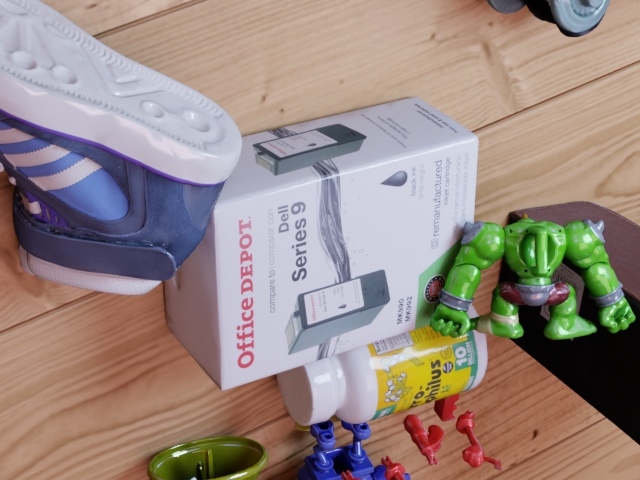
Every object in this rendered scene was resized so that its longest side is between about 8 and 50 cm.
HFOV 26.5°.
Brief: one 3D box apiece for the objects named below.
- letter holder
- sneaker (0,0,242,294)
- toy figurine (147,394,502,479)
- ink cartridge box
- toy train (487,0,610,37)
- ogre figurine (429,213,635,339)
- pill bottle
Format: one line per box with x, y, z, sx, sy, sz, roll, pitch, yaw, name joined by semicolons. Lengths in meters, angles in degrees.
0.370;0.081;1.495;0.214;0.302;0.152;-10;121;-27;letter holder
-0.248;-0.063;1.142;0.322;0.130;0.236;25;126;-15;sneaker
0.003;0.308;1.479;0.362;0.191;0.217;-13;127;-24;toy figurine
0.000;0.000;1.334;0.289;0.121;0.211;-16;124;-25;ink cartridge box
0.203;-0.339;1.267;0.190;0.142;0.334;-54;131;-7;toy train
0.212;0.037;1.344;0.197;0.097;0.118;4;105;15;ogre figurine
0.063;0.128;1.451;0.208;0.117;0.118;-13;122;-26;pill bottle
